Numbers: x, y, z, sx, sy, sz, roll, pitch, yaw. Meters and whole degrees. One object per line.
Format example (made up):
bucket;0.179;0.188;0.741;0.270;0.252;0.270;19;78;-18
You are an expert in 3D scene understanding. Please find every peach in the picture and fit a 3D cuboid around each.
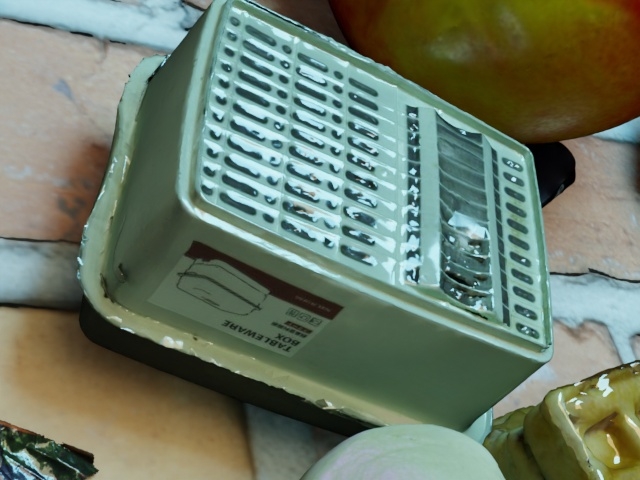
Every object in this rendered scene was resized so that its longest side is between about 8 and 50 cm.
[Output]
peach;0.183;-0.267;0.863;0.388;0.388;0.388;20;49;-25

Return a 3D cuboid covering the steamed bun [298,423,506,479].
steamed bun;0.033;0.226;0.526;0.152;0.170;0.239;-2;56;-15

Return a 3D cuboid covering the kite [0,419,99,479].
kite;-0.212;0.140;0.503;0.232;0.009;0.189;-22;75;-44

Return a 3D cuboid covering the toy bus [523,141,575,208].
toy bus;0.157;-0.034;0.874;0.057;0.072;0.172;53;41;5

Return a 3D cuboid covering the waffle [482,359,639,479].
waffle;0.268;0.168;0.638;0.307;0.091;0.213;-10;66;-34

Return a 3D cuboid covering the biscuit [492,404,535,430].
biscuit;0.202;0.238;0.681;0.296;0.075;0.296;30;39;-28

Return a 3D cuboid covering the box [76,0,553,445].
box;0.000;0.000;0.657;0.290;0.166;0.221;24;47;-22
